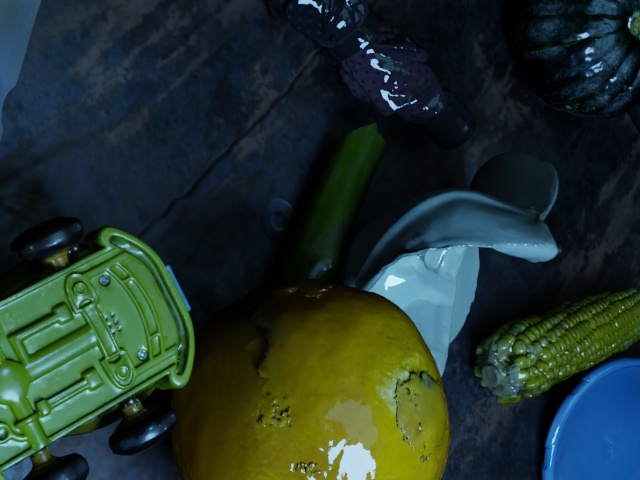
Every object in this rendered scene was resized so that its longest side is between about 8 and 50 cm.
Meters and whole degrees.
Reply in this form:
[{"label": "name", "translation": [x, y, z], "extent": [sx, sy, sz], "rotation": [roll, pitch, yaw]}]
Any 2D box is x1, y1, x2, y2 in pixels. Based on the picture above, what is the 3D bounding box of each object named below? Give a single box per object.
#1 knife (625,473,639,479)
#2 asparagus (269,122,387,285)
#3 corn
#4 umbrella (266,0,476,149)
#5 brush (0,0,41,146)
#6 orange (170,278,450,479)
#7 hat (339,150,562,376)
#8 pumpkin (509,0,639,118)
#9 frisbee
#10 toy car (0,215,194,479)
[{"label": "knife", "translation": [0.464, 0.336, 1.651], "extent": [0.222, 0.031, 0.064], "rotation": [22, 74, -36]}, {"label": "asparagus", "translation": [-0.001, -0.001, 1.284], "extent": [0.060, 0.067, 0.278], "rotation": [27, 60, -9]}, {"label": "corn", "translation": [0.291, 0.118, 1.499], "extent": [0.319, 0.097, 0.097], "rotation": [-16, 93, -43]}, {"label": "umbrella", "translation": [0.046, -0.205, 1.345], "extent": [0.326, 0.094, 0.090], "rotation": [42, 14, -26]}, {"label": "brush", "translation": [-0.288, -0.111, 1.067], "extent": [0.060, 0.050, 0.321], "rotation": [23, 67, -32]}, {"label": "orange", "translation": [-0.008, 0.154, 1.091], "extent": [0.246, 0.246, 0.246], "rotation": [8, 78, -40]}, {"label": "hat", "translation": [0.128, -0.002, 1.325], "extent": [0.168, 0.258, 0.301], "rotation": [32, 39, -4]}, {"label": "pumpkin", "translation": [0.333, -0.256, 1.552], "extent": [0.220, 0.162, 0.221], "rotation": [-1, 92, -33]}, {"label": "frisbee", "translation": [0.363, 0.256, 1.545], "extent": [0.242, 0.045, 0.242], "rotation": [-4, 100, -25]}, {"label": "toy car", "translation": [-0.231, 0.097, 1.017], "extent": [0.248, 0.142, 0.200], "rotation": [-25, 95, -31]}]
